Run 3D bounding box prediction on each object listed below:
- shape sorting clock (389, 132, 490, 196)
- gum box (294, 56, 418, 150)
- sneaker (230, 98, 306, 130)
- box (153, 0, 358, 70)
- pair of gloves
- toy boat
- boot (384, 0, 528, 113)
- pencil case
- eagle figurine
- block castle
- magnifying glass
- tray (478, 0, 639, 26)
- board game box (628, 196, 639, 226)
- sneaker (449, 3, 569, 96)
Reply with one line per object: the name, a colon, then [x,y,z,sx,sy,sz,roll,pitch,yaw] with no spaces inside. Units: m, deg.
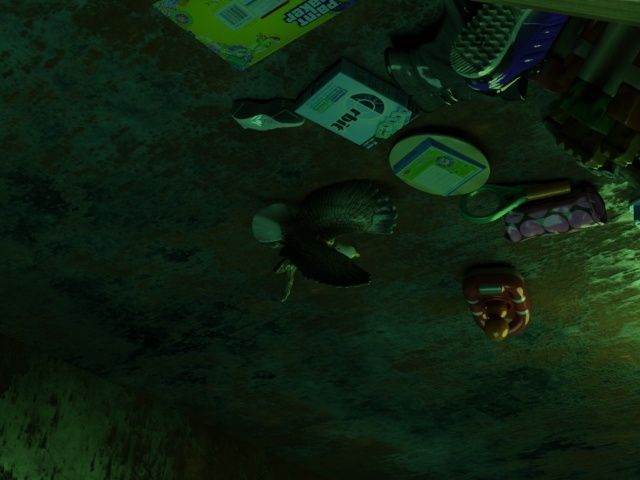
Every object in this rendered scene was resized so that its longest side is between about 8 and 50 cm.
shape sorting clock: [0.242,-0.156,2.068,0.206,0.040,0.206,8,152,4]
gum box: [0.069,-0.258,1.945,0.184,0.041,0.157,24,145,-26]
sneaker: [-0.098,-0.245,2.007,0.152,0.054,0.061,6,159,16]
box: [-0.057,-0.445,1.440,0.290,0.279,0.177,-21,138,40]
pair of gloves: [0.537,-0.149,1.883,0.240,0.204,0.042,23,111,-17]
toy boat: [0.428,0.174,2.456,0.151,0.151,0.231,-3,147,20]
boot: [0.201,-0.332,1.730,0.222,0.118,0.338,-4,143,30]
pencil case: [0.488,-0.055,2.128,0.209,0.095,0.098,-14,135,29]
eagle figurine: [0.010,0.000,2.229,0.225,0.226,0.298,-17,-179,-29]
block castle: [0.528,-0.179,1.562,0.303,0.453,0.213,22,108,-25]
magnifying glass: [0.402,-0.091,2.108,0.231,0.092,0.026,-10,141,11]
tray: [0.406,-0.410,1.455,0.411,0.203,0.076,9,149,0]
board game box: [0.902,-0.062,2.048,0.390,0.050,0.390,23,146,-21]
sneaker: [0.334,-0.343,1.590,0.293,0.102,0.146,-45,143,5]
